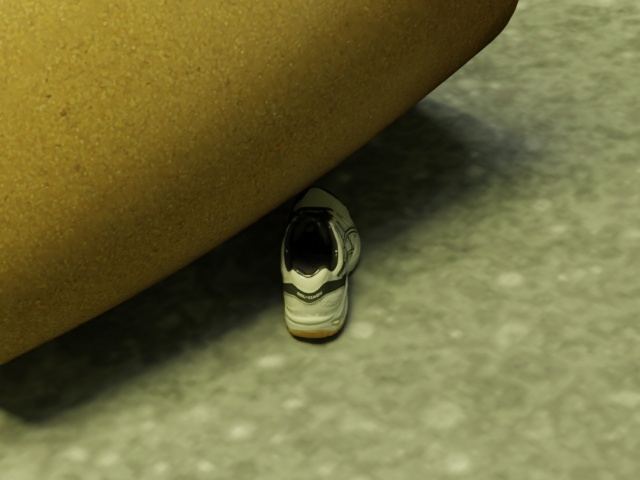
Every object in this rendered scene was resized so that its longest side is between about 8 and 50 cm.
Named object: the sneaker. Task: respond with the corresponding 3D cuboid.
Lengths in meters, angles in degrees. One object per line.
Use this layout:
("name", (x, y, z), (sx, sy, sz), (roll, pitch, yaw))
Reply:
("sneaker", (0.000, 0.000, 0.630), (0.032, 0.037, 0.083), (-4, 39, 2))

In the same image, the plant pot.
("plant pot", (-0.088, -0.079, 0.607), (0.237, 0.237, 0.254), (26, 62, 30))
